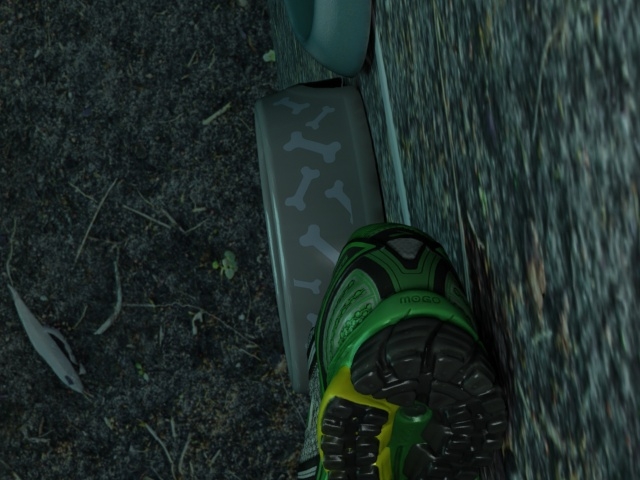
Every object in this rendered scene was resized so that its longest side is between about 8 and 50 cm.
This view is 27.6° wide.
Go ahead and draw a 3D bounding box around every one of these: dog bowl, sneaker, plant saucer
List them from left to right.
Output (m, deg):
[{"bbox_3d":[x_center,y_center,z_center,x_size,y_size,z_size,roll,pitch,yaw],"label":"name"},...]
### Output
[{"bbox_3d":[-0.011,-0.300,1.155,0.317,0.044,0.317,172,90,-82],"label":"plant saucer"},{"bbox_3d":[0.000,0.000,1.344,0.349,0.102,0.348,173,90,-86],"label":"dog bowl"},{"bbox_3d":[0.050,0.128,0.854,0.343,0.134,0.146,100,171,-48],"label":"sneaker"}]
